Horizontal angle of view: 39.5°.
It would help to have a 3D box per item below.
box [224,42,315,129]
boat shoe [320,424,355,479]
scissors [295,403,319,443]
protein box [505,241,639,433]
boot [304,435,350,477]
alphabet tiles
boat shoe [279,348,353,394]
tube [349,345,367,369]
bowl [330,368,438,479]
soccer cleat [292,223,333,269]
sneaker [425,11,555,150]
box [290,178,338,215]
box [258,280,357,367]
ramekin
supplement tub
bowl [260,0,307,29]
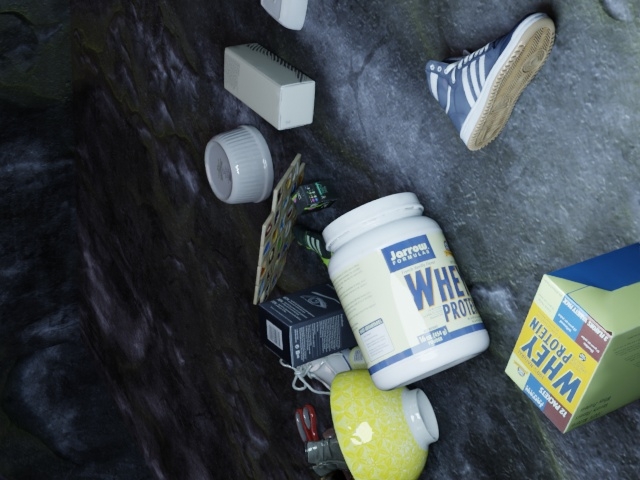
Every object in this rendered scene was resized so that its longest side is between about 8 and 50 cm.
[{"bbox_3d":[-0.125,-0.367,2.097,0.275,0.094,0.113,43,138,43],"label":"box"},{"bbox_3d":[0.052,0.555,2.160,0.123,0.123,0.342,48,153,38],"label":"boat shoe"},{"bbox_3d":[-0.005,0.572,2.365,0.109,0.021,0.297,-56,47,47],"label":"scissors"},{"bbox_3d":[0.410,0.139,1.301,0.136,0.200,0.201,49,142,38],"label":"protein box"},{"bbox_3d":[0.068,0.504,2.030,0.083,0.161,0.246,-94,-21,-48],"label":"boot"},{"bbox_3d":[-0.095,-0.020,2.078,0.011,0.285,0.342,17,128,9],"label":"alphabet tiles"},{"bbox_3d":[-0.027,0.286,2.164,0.367,0.157,0.135,52,145,32],"label":"boat shoe"},{"bbox_3d":[0.154,0.255,1.952,0.070,0.062,0.240,38,153,-21],"label":"tube"},{"bbox_3d":[0.155,0.390,1.872,0.156,0.289,0.289,-22,81,17],"label":"bowl"},{"bbox_3d":[0.000,0.000,2.099,0.179,0.060,0.072,41,127,36],"label":"soccer cleat"},{"bbox_3d":[0.265,-0.291,1.455,0.153,0.099,0.282,58,149,25],"label":"sneaker"},{"bbox_3d":[-0.014,-0.099,2.040,0.062,0.083,0.052,-45,64,58],"label":"box"},{"bbox_3d":[-0.018,0.189,2.057,0.153,0.207,0.108,30,128,53],"label":"box"},{"bbox_3d":[-0.218,-0.193,2.325,0.207,0.109,0.207,32,130,50],"label":"ramekin"},{"bbox_3d":[0.154,0.097,1.688,0.235,0.236,0.324,-43,66,58],"label":"supplement tub"},{"bbox_3d":[-0.087,-0.551,1.989,0.142,0.053,0.142,50,144,38],"label":"bowl"}]
